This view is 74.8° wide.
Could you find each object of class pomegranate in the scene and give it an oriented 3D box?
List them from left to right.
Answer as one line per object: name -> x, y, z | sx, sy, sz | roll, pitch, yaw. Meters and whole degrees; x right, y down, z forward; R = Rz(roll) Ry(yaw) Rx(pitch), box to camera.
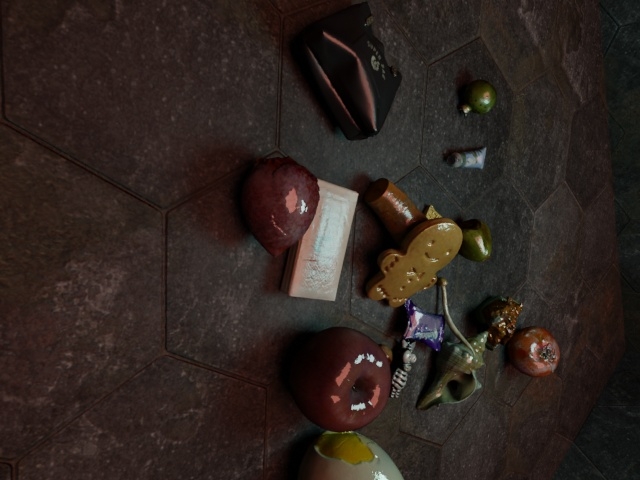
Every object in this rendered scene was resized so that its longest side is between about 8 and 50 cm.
pomegranate -> 0.571, -0.519, 1.521 | 0.130, 0.130, 0.130 | -7, 101, -37

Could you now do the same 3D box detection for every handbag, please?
handbag -> 0.112, -0.478, 1.154 | 0.342, 0.152, 0.287 | 54, 53, -31

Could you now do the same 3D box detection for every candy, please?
candy -> 0.372, 0.308, 1.512 | 0.275, 0.070, 0.145 | 28, 70, -40

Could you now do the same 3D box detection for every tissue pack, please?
tissue pack -> 0.000, 0.000, 1.180 | 0.170, 0.071, 0.324 | 14, 89, -37

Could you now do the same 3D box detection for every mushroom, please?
mushroom -> 0.495, 0.285, 1.567 | 0.043, 0.068, 0.305 | -17, 82, -10

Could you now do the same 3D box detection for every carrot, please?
carrot -> 0.263, -0.063, 1.339 | 0.302, 0.139, 0.138 | 41, 72, -33

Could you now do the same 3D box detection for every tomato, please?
tomato -> 0.986, 0.521, 1.957 | 0.232, 0.188, 0.231 | 1, 83, -8

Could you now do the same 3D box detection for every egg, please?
egg -> 0.098, 0.724, 1.212 | 0.283, 0.345, 0.283 | -51, 160, -27

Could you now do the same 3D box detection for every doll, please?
doll -> 0.286, 0.447, 1.478 | 0.091, 0.067, 0.219 | 24, 81, -41

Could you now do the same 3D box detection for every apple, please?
apple -> 0.053, 0.381, 1.180 | 0.306, 0.235, 0.304 | -4, 97, -37

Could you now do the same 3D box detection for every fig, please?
fig -> 0.577, 0.004, 1.585 | 0.144, 0.154, 0.165 | -22, 73, 5

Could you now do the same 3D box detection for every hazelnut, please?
hazelnut -> 0.201, 0.388, 1.399 | 0.086, 0.086, 0.085 | -7, 101, -37

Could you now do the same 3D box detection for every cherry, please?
cherry -> -0.098, -0.082, 1.029 | 0.192, 0.175, 0.249 | 7, 92, -52

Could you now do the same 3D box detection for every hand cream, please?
hand cream -> 0.561, -0.310, 1.586 | 0.256, 0.055, 0.088 | -12, 109, -43

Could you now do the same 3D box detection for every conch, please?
conch -> 0.525, 0.507, 1.618 | 0.385, 0.203, 0.170 | -59, 156, 15

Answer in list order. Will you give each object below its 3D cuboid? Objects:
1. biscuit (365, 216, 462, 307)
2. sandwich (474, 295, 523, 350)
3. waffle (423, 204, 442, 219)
biscuit -> 0.306, 0.078, 1.336 | 0.275, 0.052, 0.355 | 29, 112, -39
sandwich -> 0.724, 0.328, 1.740 | 0.250, 0.162, 0.301 | -59, 157, 1
waffle -> 0.414, -0.055, 1.524 | 0.153, 0.023, 0.097 | 34, 78, -37
